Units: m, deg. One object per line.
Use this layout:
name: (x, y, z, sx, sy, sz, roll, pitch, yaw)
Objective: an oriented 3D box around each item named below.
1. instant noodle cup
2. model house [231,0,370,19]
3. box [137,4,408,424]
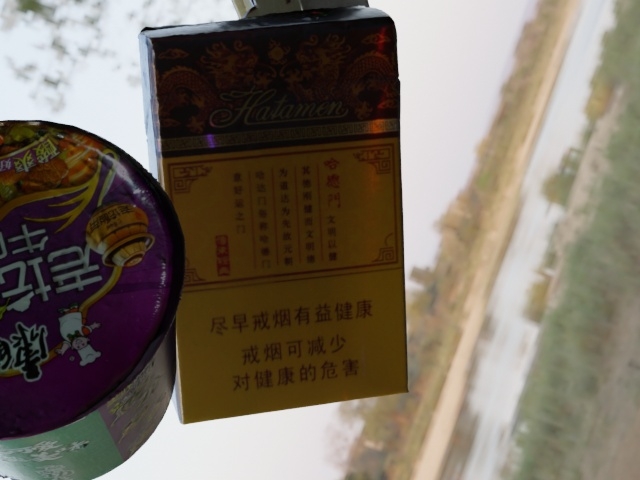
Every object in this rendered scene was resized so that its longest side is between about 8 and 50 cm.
instant noodle cup: (-0.214, 0.064, 1.012, 0.190, 0.251, 0.251, 88, -158, -62)
model house: (-0.051, -0.330, 1.687, 0.244, 0.169, 0.326, 57, 169, 49)
box: (-0.046, -0.031, 1.447, 0.116, 0.264, 0.415, -135, 39, -73)
